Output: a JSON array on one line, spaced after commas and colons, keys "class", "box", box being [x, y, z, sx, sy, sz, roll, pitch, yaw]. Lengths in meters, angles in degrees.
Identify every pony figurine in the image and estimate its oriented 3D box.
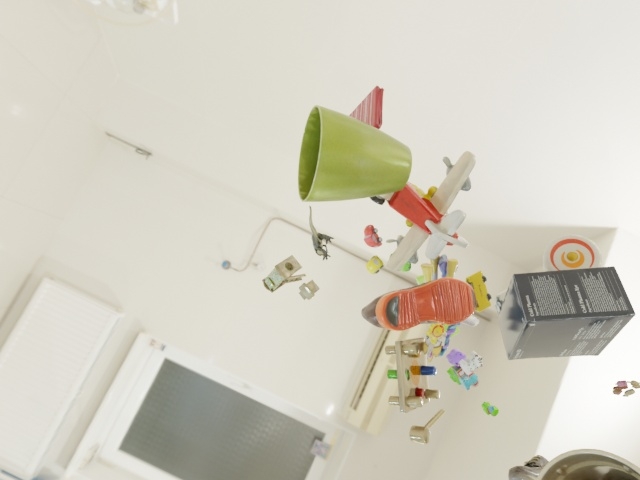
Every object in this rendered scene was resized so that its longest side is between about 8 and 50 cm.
[{"class": "pony figurine", "box": [0.451, 0.241, 1.704, 0.351, 0.303, 0.363, -26, 119, -65]}]

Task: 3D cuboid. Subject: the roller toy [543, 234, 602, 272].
[{"class": "roller toy", "box": [0.947, 0.084, 1.672, 0.146, 0.191, 0.209, 42, 42, -56]}]

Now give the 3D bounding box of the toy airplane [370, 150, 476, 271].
[{"class": "toy airplane", "box": [0.389, -0.095, 1.580, 0.386, 0.272, 0.384, -11, -103, 42]}]

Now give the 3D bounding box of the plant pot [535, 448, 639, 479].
[{"class": "plant pot", "box": [0.789, 0.751, 1.165, 0.334, 0.305, 0.333, -32, -138, 35]}]

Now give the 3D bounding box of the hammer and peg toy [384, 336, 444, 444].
[{"class": "hammer and peg toy", "box": [0.356, 0.555, 1.680, 0.266, 0.127, 0.361, 12, 72, -56]}]

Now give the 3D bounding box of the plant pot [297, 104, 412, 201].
[{"class": "plant pot", "box": [0.106, -0.233, 1.302, 0.275, 0.294, 0.274, -174, -90, -75]}]

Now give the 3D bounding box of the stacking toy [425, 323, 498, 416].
[{"class": "stacking toy", "box": [0.366, 0.327, 1.131, 0.052, 0.221, 0.167, -34, -156, -6]}]

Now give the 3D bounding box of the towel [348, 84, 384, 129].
[{"class": "towel", "box": [0.128, -0.390, 1.552, 0.275, 0.031, 0.198, -37, -141, 50]}]

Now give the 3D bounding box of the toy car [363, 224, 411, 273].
[{"class": "toy car", "box": [0.259, 0.071, 1.778, 0.053, 0.225, 0.239, -31, 129, -34]}]

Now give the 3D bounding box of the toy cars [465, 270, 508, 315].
[{"class": "toy cars", "box": [0.817, 0.281, 2.138, 0.176, 0.394, 0.087, -63, -159, -5]}]

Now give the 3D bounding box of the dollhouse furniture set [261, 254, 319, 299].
[{"class": "dollhouse furniture set", "box": [-0.122, 0.176, 1.551, 0.101, 0.161, 0.182, -33, 170, -46]}]

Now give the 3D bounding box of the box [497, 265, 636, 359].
[{"class": "box", "box": [0.802, 0.256, 1.500, 0.343, 0.313, 0.178, 74, 12, -54]}]

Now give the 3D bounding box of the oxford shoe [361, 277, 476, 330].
[{"class": "oxford shoe", "box": [0.209, 0.129, 0.922, 0.098, 0.271, 0.096, -15, -103, 60]}]

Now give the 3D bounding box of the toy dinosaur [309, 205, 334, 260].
[{"class": "toy dinosaur", "box": [0.000, 0.000, 1.692, 0.064, 0.118, 0.268, -29, 138, -16]}]

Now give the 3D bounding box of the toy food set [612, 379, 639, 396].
[{"class": "toy food set", "box": [0.993, 0.477, 1.445, 0.122, 0.078, 0.019, 90, 7, -52]}]

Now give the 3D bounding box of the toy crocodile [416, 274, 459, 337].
[{"class": "toy crocodile", "box": [0.543, 0.301, 2.080, 0.105, 0.115, 0.340, 83, -8, -57]}]

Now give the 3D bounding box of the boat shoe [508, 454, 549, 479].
[{"class": "boat shoe", "box": [0.811, 0.887, 1.664, 0.132, 0.355, 0.130, -40, -146, 29]}]
